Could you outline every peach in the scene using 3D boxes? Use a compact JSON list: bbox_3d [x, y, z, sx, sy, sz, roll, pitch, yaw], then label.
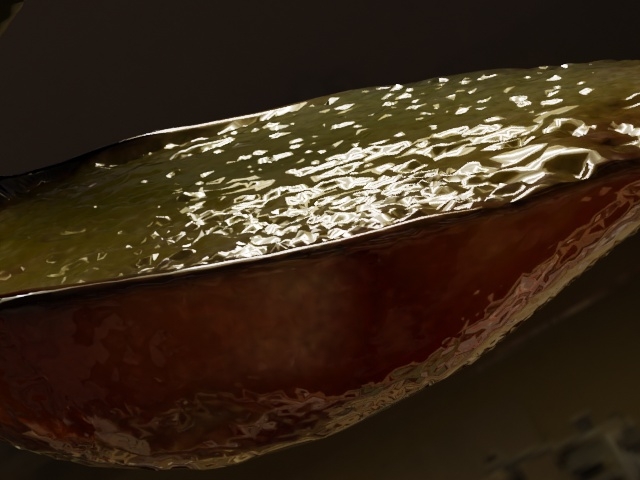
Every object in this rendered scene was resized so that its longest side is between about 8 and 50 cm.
[{"bbox_3d":[0.000,0.004,0.461,0.279,0.068,0.189,-7,20,22],"label":"peach"}]

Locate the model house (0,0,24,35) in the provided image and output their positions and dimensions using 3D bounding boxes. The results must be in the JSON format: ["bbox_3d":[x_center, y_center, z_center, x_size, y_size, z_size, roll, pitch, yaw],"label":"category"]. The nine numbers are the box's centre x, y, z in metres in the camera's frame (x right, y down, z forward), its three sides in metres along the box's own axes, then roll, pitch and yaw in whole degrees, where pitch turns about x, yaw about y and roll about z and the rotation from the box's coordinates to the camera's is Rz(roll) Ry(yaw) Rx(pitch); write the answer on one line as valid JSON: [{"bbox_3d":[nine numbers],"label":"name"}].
[{"bbox_3d":[-0.223,-0.192,0.607,0.243,0.211,0.204,9,-55,-51],"label":"model house"}]
